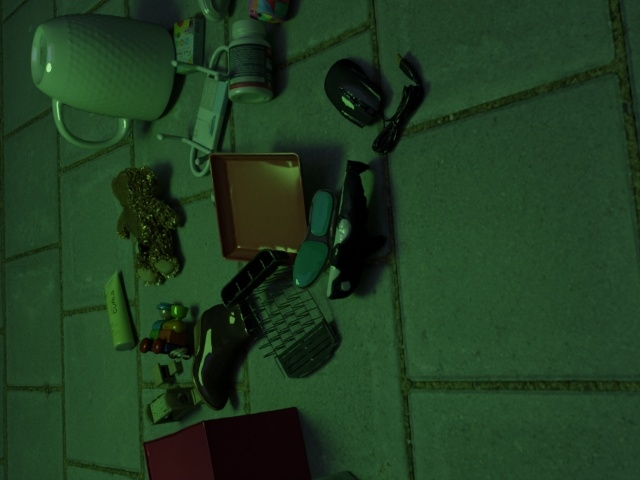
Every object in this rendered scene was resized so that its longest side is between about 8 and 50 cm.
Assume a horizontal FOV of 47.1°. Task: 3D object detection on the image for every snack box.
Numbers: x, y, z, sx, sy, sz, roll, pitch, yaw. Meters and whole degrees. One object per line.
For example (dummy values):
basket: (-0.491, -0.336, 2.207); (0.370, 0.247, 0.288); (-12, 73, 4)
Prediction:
snack box: (-0.362, -0.529, 2.006); (0.100, 0.037, 0.141); (3, 91, 48)

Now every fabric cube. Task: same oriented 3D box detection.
fabric cube: (-0.201, 0.528, 1.618); (0.259, 0.258, 0.254); (-28, 69, 41)

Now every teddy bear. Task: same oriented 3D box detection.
teddy bear: (-0.479, -0.040, 2.064); (0.245, 0.113, 0.338); (-48, 63, 41)

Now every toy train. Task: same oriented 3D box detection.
toy train: (-0.374, 0.233, 1.915); (0.248, 0.105, 0.144); (-10, 66, 55)

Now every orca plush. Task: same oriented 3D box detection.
orca plush: (0.083, -0.016, 1.509); (0.151, 0.102, 0.288); (91, -172, -81)

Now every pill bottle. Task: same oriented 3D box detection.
pill bottle: (-0.168, -0.425, 1.751); (0.107, 0.107, 0.180); (-7, 83, 45)

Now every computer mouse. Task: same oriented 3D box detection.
computer mouse: (0.095, -0.319, 1.507); (0.184, 0.060, 0.262); (-54, 53, 30)

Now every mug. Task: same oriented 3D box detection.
mug: (-0.616, -0.438, 2.033); (0.276, 0.327, 0.375); (26, 110, 52)

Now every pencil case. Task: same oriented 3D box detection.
pencil case: (-0.110, -0.630, 1.713); (0.104, 0.104, 0.237); (12, 97, 45)

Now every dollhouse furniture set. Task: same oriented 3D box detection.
dollhouse furniture set: (-0.388, 0.374, 1.929); (0.182, 0.101, 0.161); (-40, 61, 37)

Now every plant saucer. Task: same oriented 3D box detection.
plant saucer: (-0.128, -0.075, 1.665); (0.259, 0.047, 0.259); (4, 107, 33)

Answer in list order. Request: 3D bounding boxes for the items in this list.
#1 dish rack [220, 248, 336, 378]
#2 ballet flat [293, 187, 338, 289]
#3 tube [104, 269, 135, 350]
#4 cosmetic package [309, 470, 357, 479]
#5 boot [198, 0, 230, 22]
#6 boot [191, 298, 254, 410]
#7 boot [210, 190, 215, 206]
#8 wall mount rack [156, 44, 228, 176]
dish rack: (-0.089, 0.171, 1.631); (0.208, 0.074, 0.272); (-43, 71, 37)
ballet flat: (0.000, 0.000, 1.571); (0.076, 0.079, 0.222); (11, 86, 22)
tube: (-0.611, 0.214, 2.204); (0.070, 0.062, 0.240); (-20, 61, 1)
cosmetic package: (0.038, 0.579, 1.444); (0.183, 0.151, 0.152); (31, 109, 41)
boot: (-0.242, -0.691, 1.850); (0.123, 0.095, 0.259); (-4, 84, 52)
boot: (-0.232, 0.269, 1.784); (0.207, 0.090, 0.249); (-36, 59, 41)
boot: (-0.176, -0.081, 1.780); (0.189, 0.069, 0.086); (6, 125, 33)
wall mount rack: (-0.298, -0.322, 1.849); (0.304, 0.130, 0.350); (30, 110, 49)
